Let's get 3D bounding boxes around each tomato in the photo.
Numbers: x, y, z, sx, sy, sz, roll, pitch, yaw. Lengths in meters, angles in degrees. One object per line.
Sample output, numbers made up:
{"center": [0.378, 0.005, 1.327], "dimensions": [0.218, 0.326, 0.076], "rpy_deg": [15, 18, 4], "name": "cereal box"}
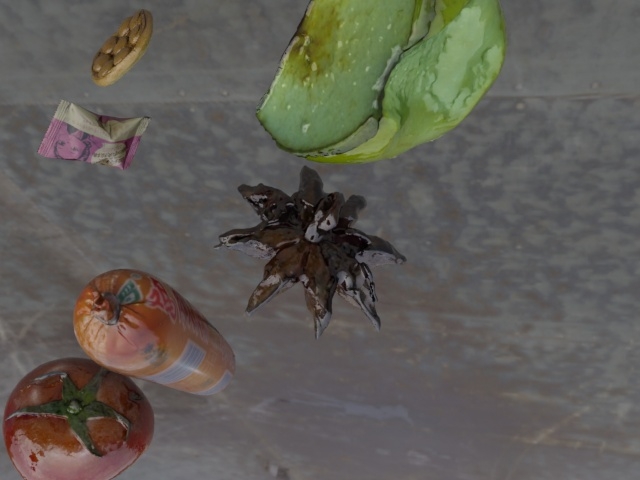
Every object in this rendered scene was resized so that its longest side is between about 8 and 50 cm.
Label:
{"center": [-0.282, 0.214, 0.866], "dimensions": [0.167, 0.167, 0.167], "rpy_deg": [8, 151, 5], "name": "tomato"}

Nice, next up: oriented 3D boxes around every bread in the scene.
{"center": [-0.233, -0.228, 0.892], "dimensions": [0.110, 0.110, 0.024], "rpy_deg": [-16, 141, 39], "name": "bread"}

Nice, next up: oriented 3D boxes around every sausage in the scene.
{"center": [-0.094, 0.071, 0.499], "dimensions": [0.053, 0.053, 0.348], "rpy_deg": [9, 166, 3], "name": "sausage"}

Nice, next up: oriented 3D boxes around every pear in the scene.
{"center": [0.095, -0.192, 0.809], "dimensions": [0.159, 0.292, 0.292], "rpy_deg": [43, 163, 27], "name": "pear"}

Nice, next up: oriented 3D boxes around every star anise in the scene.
{"center": [0.000, 0.000, 0.972], "dimensions": [0.271, 0.272, 0.102], "rpy_deg": [17, 144, -10], "name": "star anise"}

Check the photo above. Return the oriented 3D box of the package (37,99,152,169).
{"center": [-0.189, -0.087, 0.633], "dimensions": [0.083, 0.029, 0.059], "rpy_deg": [7, 130, -39], "name": "package"}
